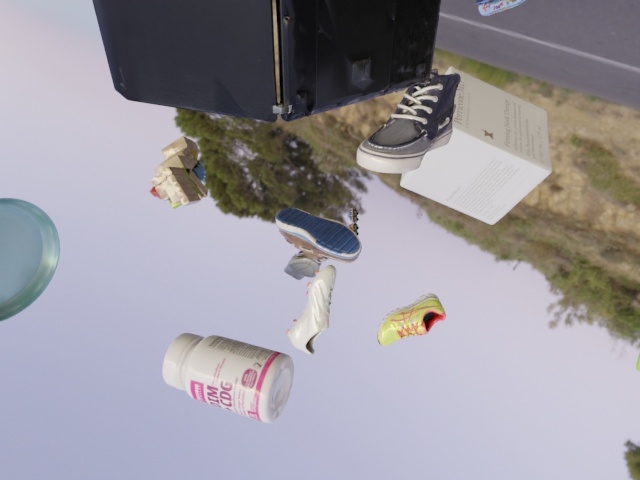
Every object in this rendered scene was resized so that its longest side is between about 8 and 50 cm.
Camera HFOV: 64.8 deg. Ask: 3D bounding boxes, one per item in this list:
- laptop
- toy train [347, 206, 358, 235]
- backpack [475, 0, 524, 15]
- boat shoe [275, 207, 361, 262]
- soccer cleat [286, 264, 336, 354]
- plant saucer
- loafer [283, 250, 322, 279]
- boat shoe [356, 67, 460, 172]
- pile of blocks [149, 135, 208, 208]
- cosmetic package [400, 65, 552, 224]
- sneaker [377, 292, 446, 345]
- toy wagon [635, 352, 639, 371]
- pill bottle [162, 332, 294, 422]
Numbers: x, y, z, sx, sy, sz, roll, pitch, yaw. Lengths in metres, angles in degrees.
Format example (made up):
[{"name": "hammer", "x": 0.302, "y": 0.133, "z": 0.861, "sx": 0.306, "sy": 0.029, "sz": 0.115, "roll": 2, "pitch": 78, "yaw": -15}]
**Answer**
[{"name": "laptop", "x": -0.036, "y": -0.231, "z": 0.397, "sx": 0.264, "sy": 0.234, "sz": 0.136, "roll": -23, "pitch": -136, "yaw": -27}, {"name": "toy train", "x": 0.108, "y": -0.037, "z": 1.673, "sx": 0.036, "sy": 0.158, "sz": 0.027, "roll": -5, "pitch": 158, "yaw": 16}, {"name": "backpack", "x": 0.389, "y": -0.519, "z": 0.954, "sx": 0.173, "sy": 0.117, "sz": 0.158, "roll": -30, "pitch": -161, "yaw": -20}, {"name": "boat shoe", "x": 0.000, "y": 0.000, "z": 0.882, "sx": 0.066, "sy": 0.066, "sz": 0.183, "roll": -37, "pitch": -134, "yaw": -29}, {"name": "soccer cleat", "x": -0.003, "y": 0.145, "z": 1.055, "sx": 0.076, "sy": 0.196, "sz": 0.068, "roll": 32, "pitch": -165, "yaw": 28}, {"name": "plant saucer", "x": -0.777, "y": 0.047, "z": 1.198, "sx": 0.043, "sy": 0.318, "sz": 0.317, "roll": 18, "pitch": -166, "yaw": 24}, {"name": "loafer", "x": -0.055, "y": 0.065, "z": 1.618, "sx": 0.094, "sy": 0.087, "sz": 0.251, "roll": 32, "pitch": 163, "yaw": -12}, {"name": "boat shoe", "x": 0.179, "y": -0.248, "z": 0.994, "sx": 0.127, "sy": 0.158, "sz": 0.340, "roll": 19, "pitch": -149, "yaw": 23}, {"name": "pile of blocks", "x": -0.408, "y": -0.175, "z": 1.441, "sx": 0.149, "sy": 0.112, "sz": 0.362, "roll": 55, "pitch": -168, "yaw": -28}, {"name": "cosmetic package", "x": 0.541, "y": -0.326, "z": 1.789, "sx": 0.393, "sy": 0.327, "sz": 0.330, "roll": 21, "pitch": -127, "yaw": -9}, {"name": "sneaker", "x": 0.250, "y": 0.228, "z": 1.375, "sx": 0.081, "sy": 0.208, "sz": 0.094, "roll": 55, "pitch": -179, "yaw": -34}, {"name": "toy wagon", "x": 0.774, "y": 0.264, "z": 0.978, "sx": 0.267, "sy": 0.068, "sz": 0.344, "roll": 18, "pitch": -146, "yaw": 38}, {"name": "pill bottle", "x": -0.220, "y": 0.318, "z": 1.205, "sx": 0.282, "sy": 0.161, "sz": 0.160, "roll": 10, "pitch": -168, "yaw": 19}]
